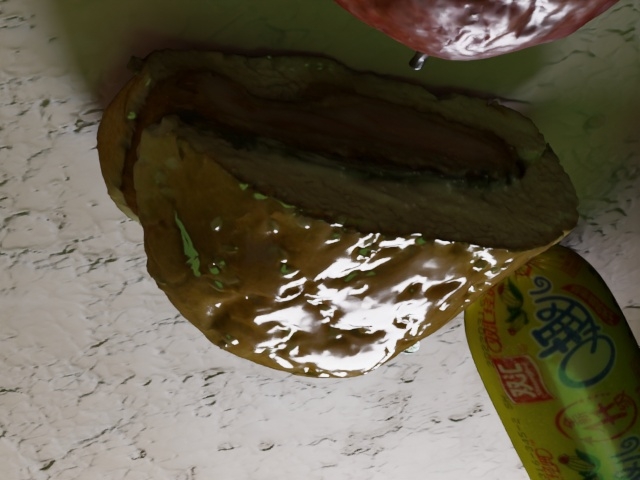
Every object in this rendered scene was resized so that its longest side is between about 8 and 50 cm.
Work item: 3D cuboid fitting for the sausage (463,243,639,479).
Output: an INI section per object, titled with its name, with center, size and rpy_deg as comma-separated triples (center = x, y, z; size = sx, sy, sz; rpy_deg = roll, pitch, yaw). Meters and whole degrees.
[sausage]
center = 0.211, 0.143, 1.426
size = 0.123, 0.123, 0.347
rpy_deg = -24, 108, 12

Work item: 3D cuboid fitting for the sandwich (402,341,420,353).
[sandwich]
center = 0.030, 0.060, 1.428
size = 0.135, 0.029, 0.067
rpy_deg = 16, 138, -35

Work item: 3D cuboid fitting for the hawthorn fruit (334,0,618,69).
[hawthorn fruit]
center = 0.076, -0.190, 0.966
size = 0.242, 0.242, 0.271
rpy_deg = 1, 140, -19

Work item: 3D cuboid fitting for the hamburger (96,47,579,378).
[hamburger]
center = -0.002, 0.000, 1.237
size = 0.330, 0.162, 0.209
rpy_deg = 5, 137, -30
